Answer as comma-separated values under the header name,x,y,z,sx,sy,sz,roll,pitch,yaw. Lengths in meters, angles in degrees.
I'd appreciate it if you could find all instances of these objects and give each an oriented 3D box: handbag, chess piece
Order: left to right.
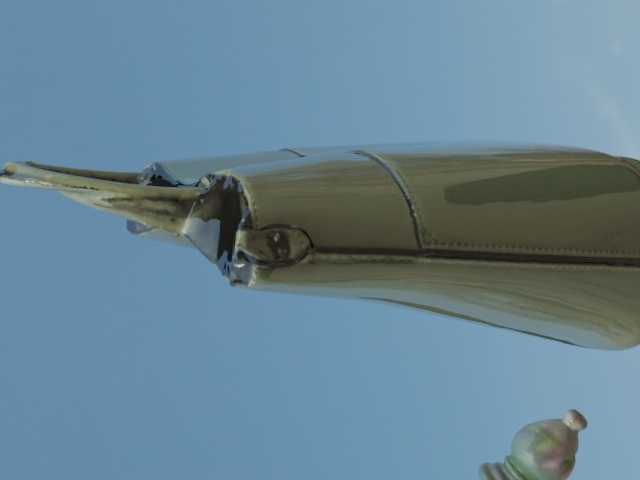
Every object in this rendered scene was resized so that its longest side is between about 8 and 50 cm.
name,x,y,z,sx,sy,sz,roll,pitch,yaw
handbag,0.000,0.000,0.488,0.316,0.241,0.109,-1,-84,-22
chess piece,0.195,0.288,1.040,0.139,0.271,0.139,38,-167,-11
